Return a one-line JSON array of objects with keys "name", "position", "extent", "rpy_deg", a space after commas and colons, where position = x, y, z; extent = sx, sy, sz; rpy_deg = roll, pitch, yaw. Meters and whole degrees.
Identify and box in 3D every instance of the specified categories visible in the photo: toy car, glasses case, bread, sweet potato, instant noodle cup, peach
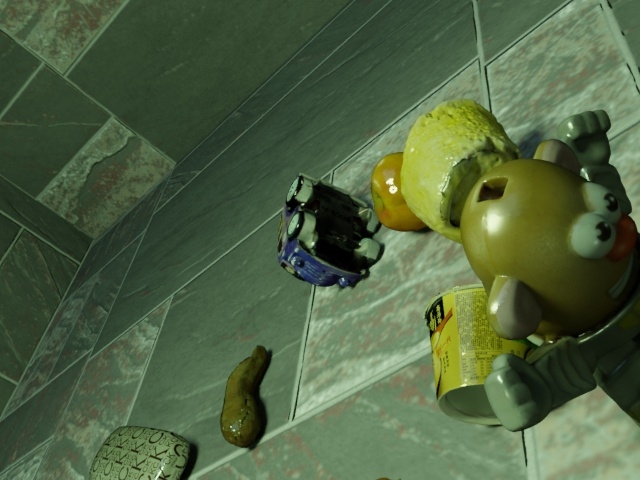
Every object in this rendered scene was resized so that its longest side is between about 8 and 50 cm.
[{"name": "toy car", "position": [0.000, 0.000, 1.379], "extent": [0.158, 0.172, 0.235], "rpy_deg": [-55, 20, 35]}, {"name": "glasses case", "position": [-0.369, 0.444, 1.471], "extent": [0.355, 0.085, 0.137], "rpy_deg": [-16, 42, 52]}, {"name": "bread", "position": [0.215, -0.096, 1.076], "extent": [0.197, 0.197, 0.170], "rpy_deg": [-47, 29, 9]}, {"name": "sweet potato", "position": [-0.137, 0.284, 1.324], "extent": [0.081, 0.062, 0.233], "rpy_deg": [-26, 27, 17]}, {"name": "instant noodle cup", "position": [0.195, 0.136, 0.850], "extent": [0.151, 0.151, 0.122], "rpy_deg": [-31, 43, 39]}, {"name": "peach", "position": [0.150, -0.086, 1.244], "extent": [0.138, 0.138, 0.138], "rpy_deg": [-40, 26, 24]}]

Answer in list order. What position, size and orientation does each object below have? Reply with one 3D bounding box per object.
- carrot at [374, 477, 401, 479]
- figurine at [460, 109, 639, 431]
[{"name": "carrot", "position": [0.006, 0.367, 0.952], "extent": [0.248, 0.059, 0.059], "rpy_deg": [-36, 27, 25]}, {"name": "figurine", "position": [0.248, 0.034, 0.706], "extent": [0.167, 0.285, 0.342], "rpy_deg": [-36, 26, 35]}]
